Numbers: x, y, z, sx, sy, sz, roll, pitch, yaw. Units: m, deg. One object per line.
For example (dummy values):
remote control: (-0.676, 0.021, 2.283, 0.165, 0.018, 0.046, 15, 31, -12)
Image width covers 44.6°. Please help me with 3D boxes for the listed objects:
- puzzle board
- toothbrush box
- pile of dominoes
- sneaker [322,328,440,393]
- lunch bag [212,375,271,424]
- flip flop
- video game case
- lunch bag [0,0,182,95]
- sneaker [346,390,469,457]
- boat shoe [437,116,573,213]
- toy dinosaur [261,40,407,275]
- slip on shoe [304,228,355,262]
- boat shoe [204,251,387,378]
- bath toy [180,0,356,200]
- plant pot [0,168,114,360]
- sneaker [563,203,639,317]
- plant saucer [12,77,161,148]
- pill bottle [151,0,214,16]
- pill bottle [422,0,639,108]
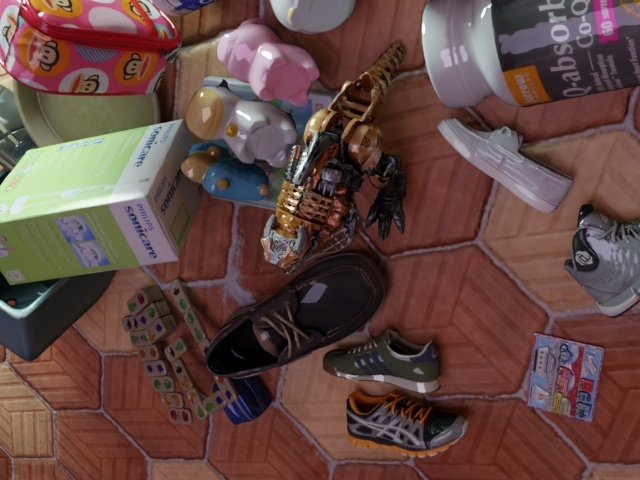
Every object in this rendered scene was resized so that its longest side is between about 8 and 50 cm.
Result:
puzzle board: (0.346, 0.197, 1.113, 0.096, 0.011, 0.128, 10, 118, 23)
toothbrush box: (-0.335, -0.058, 1.172, 0.283, 0.206, 0.122, -10, 127, 15)
pile of dominoes: (-0.267, 0.207, 1.381, 0.196, 0.040, 0.251, -38, 75, 37)
sneaker: (0.095, 0.173, 1.207, 0.192, 0.064, 0.086, 8, 110, 24)
lunch bag: (-0.136, 0.265, 1.367, 0.065, 0.067, 0.098, -28, 97, 35)
flip flop: (-0.523, -0.163, 1.349, 0.277, 0.112, 0.080, 43, 141, -4)
video game case: (-0.076, -0.136, 1.164, 0.212, 0.023, 0.194, 12, 119, 22)
lunch bag: (-0.331, -0.316, 1.068, 0.293, 0.258, 0.120, 51, 126, 27)
sneaker: (0.128, 0.283, 1.229, 0.214, 0.084, 0.083, -6, 106, 31)
boat shoe: (0.236, -0.109, 0.991, 0.184, 0.066, 0.063, 39, 111, 9)
toy dinosaur: (0.036, -0.098, 0.986, 0.322, 0.218, 0.164, -44, 68, -4)
slip on shoe: (0.000, 0.000, 1.180, 0.135, 0.041, 0.051, -29, 97, 35)
boat shoe: (-0.045, 0.138, 1.217, 0.355, 0.130, 0.132, -34, 95, 36)
bath toy: (-0.079, -0.226, 1.045, 0.151, 0.129, 0.348, 13, 122, -26)
plant pot: (-0.521, 0.068, 1.375, 0.247, 0.247, 0.252, 31, 139, 11)
sneaker: (0.383, -0.012, 0.946, 0.132, 0.086, 0.229, 43, 127, 6)
plant saucer: (-0.371, -0.225, 1.256, 0.277, 0.041, 0.278, 9, 118, 18)
pill bottle: (-0.140, -0.377, 1.024, 0.186, 0.112, 0.112, -13, 107, 33)
pill bottle: (0.263, -0.233, 0.851, 0.278, 0.162, 0.162, -8, 110, 30)
